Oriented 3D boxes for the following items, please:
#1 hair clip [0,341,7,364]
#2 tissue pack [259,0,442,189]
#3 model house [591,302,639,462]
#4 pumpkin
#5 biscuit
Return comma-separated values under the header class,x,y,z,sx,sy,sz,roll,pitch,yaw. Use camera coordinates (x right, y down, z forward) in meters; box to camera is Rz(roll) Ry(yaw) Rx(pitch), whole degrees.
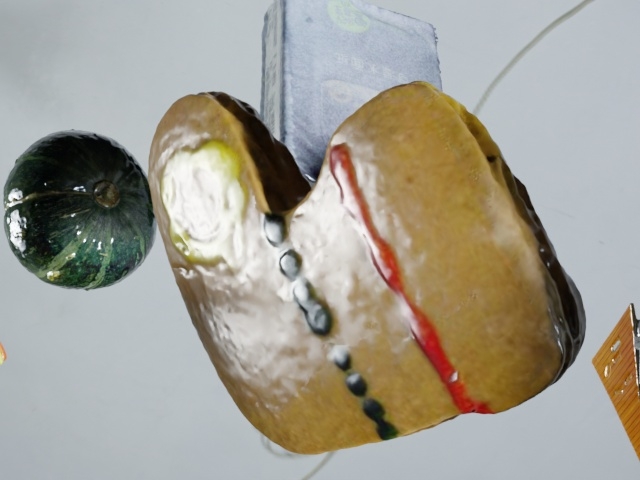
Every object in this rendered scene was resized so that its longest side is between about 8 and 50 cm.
class,x,y,z,sx,sy,sz,roll,pitch,yaw
hair clip,-0.284,0.103,0.526,0.033,0.188,0.060,-3,110,24
tissue pack,0.052,-0.200,1.210,0.288,0.394,0.124,12,147,-19
model house,0.334,0.122,0.745,0.136,0.219,0.207,-29,136,14
pumpkin,-0.278,-0.035,0.911,0.146,0.190,0.190,3,105,47
biscuit,-0.001,0.000,0.484,0.277,0.052,0.262,-24,86,41
